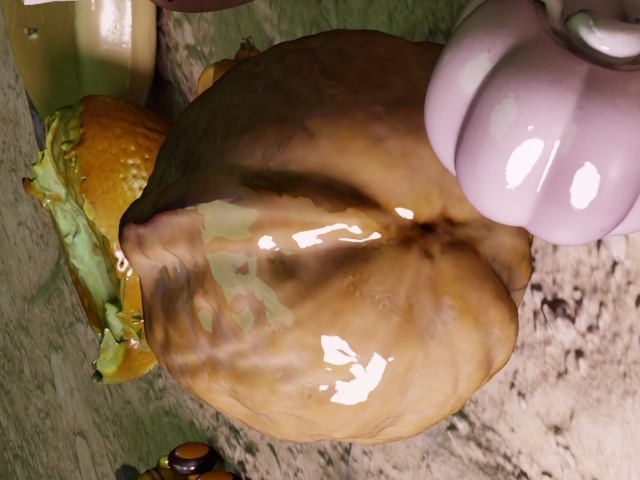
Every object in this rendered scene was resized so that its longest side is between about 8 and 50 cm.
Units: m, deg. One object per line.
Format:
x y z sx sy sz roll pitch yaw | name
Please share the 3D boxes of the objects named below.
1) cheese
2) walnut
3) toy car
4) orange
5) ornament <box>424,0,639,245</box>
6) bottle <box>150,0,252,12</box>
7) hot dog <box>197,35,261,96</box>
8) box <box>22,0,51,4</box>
-0.269 -0.251 2.094 0.259 0.128 0.315 27 129 59 | cheese
0.003 0.000 1.398 0.344 0.306 0.306 -1 103 57 | walnut
-0.164 0.354 2.181 0.248 0.142 0.200 -147 46 -61 | toy car
-0.204 0.001 2.005 0.334 0.196 0.262 111 154 -48 | orange
0.154 -0.091 1.134 0.177 0.178 0.177 46 143 50 | ornament
-0.117 -0.353 1.625 0.206 0.173 0.296 80 169 -73 | bottle
-0.054 -0.057 1.776 0.109 0.072 0.269 8 112 64 | hot dog
-0.299 -0.354 1.930 0.199 0.081 0.135 51 138 31 | box
